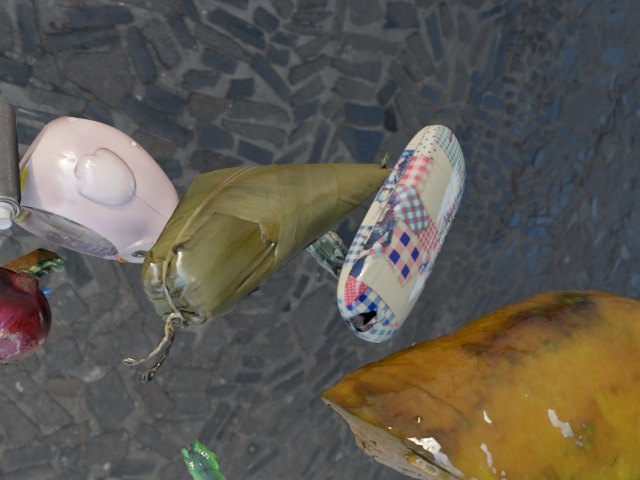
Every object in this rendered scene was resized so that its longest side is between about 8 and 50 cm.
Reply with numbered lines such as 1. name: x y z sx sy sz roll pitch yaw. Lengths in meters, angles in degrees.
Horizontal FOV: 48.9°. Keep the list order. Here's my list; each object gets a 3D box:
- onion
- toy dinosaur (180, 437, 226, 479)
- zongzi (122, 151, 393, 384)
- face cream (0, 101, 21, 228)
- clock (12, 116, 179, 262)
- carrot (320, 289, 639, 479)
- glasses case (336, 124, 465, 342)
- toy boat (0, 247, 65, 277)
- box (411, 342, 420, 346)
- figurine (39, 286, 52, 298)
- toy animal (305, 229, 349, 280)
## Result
1. onion: -0.386 0.088 0.840 0.131 0.131 0.131 -20 122 -35
2. toy dinosaur: -0.147 0.434 1.136 0.144 0.374 0.500 -35 155 -14
3. zongzi: -0.093 0.009 1.096 0.447 0.418 0.181 -75 151 -58
4. face cream: -0.608 -0.143 1.329 0.073 0.283 0.073 -14 147 -9
5. clock: -0.495 -0.105 1.605 0.376 0.368 0.251 30 66 -28
6. carrot: 0.191 0.193 0.711 0.340 0.241 0.241 -22 124 -16
7. glasses case: 0.116 -0.016 0.944 0.327 0.076 0.125 -61 137 -27
8. toy boat: -0.672 0.100 1.504 0.099 0.108 0.293 56 37 -13
9. box: 0.317 0.240 1.061 0.214 0.353 0.069 66 36 -59
10. figurine: -0.645 0.147 1.580 0.079 0.114 0.114 45 75 -7
11. toy animal: 0.007 0.008 1.397 0.090 0.170 0.255 -41 136 -1
